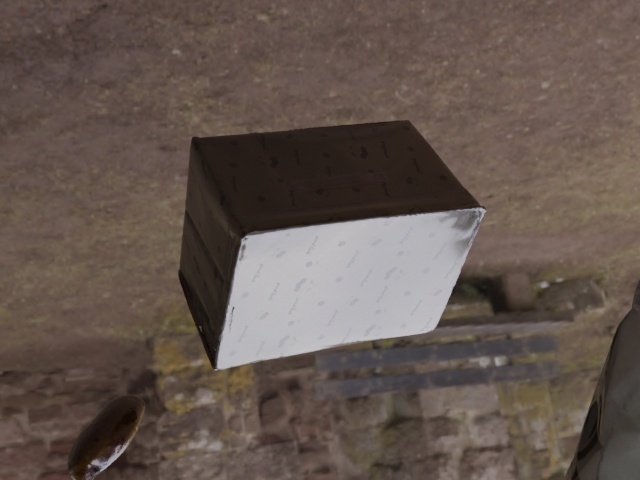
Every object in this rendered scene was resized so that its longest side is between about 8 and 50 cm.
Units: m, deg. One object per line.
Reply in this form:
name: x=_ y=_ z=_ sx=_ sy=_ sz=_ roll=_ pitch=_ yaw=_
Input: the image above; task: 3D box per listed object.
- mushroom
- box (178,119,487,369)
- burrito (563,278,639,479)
mushroom: x=-0.256 y=0.233 z=0.974 sx=0.052 sy=0.123 sz=0.123 roll=39 pitch=149 yaw=-9
box: x=0.000 y=0.000 z=0.989 sx=0.297 sy=0.190 sz=0.225 roll=-7 pitch=134 yaw=-23
burrito: x=0.240 y=0.175 z=0.607 sx=0.139 sy=0.445 sz=0.101 roll=12 pitch=-170 yaw=-35
